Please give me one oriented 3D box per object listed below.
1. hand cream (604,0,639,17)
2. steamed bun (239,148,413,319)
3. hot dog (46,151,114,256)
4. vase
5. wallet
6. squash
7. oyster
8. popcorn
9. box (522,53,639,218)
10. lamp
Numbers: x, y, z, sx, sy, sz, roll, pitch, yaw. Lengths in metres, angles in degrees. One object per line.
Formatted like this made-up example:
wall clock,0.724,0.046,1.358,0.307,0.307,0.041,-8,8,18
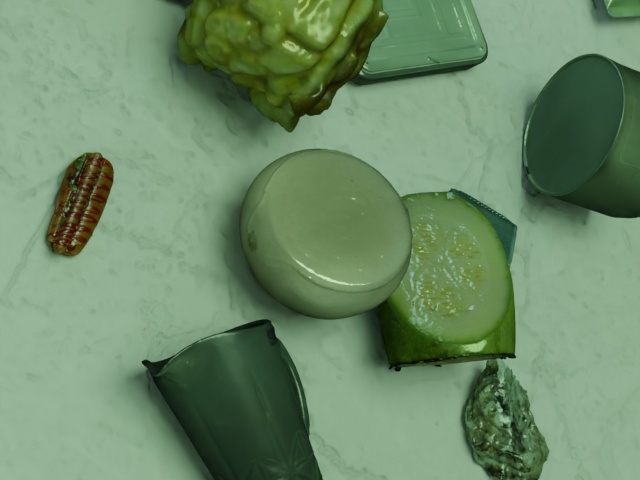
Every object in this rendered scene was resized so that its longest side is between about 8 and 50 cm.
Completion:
hand cream,0.513,-0.537,2.022,0.147,0.093,0.305,-10,83,-38
steamed bun,0.000,0.000,1.512,0.232,0.145,0.231,10,60,-18
hot dog,-0.294,-0.045,1.411,0.062,0.038,0.144,28,63,-22
vase,-0.074,0.239,1.407,0.251,0.156,0.300,-33,100,-60
wallet,0.236,-0.016,1.731,0.129,0.026,0.088,27,59,-20
squash,0.166,0.042,1.576,0.189,0.189,0.260,2,78,-31
oyster,0.266,0.265,1.643,0.125,0.064,0.177,-42,100,-37
popcorn,-0.047,-0.289,1.510,0.237,0.293,0.293,31,60,0
box,0.441,-0.158,1.778,0.149,0.226,0.226,15,68,-27
lamp,0.113,-0.376,1.755,0.267,0.047,0.269,-14,82,-33
